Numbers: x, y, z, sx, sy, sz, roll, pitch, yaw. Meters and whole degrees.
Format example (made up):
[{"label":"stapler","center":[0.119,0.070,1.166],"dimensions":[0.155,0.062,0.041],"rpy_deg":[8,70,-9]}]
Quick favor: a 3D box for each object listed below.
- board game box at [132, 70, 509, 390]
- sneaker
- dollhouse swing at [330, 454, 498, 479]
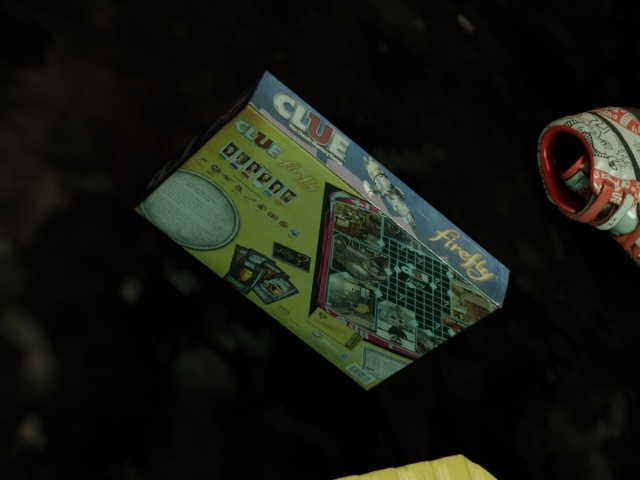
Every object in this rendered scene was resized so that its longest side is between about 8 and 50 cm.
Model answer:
[{"label":"board game box","center":[0.000,0.000,1.122],"dimensions":[0.243,0.165,0.042],"rpy_deg":[39,45,-15]},{"label":"sneaker","center":[0.311,-0.010,1.453],"dimensions":[0.145,0.090,0.270],"rpy_deg":[-8,66,-42]},{"label":"dollhouse swing","center":[0.135,0.305,0.965],"dimensions":[0.347,0.315,0.305],"rpy_deg":[-3,86,-41]}]
